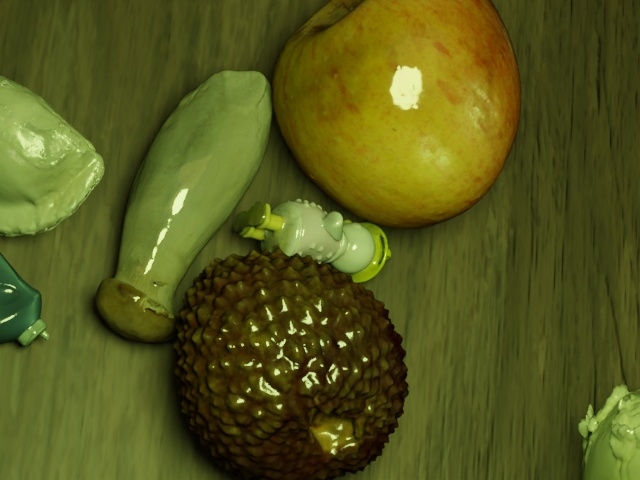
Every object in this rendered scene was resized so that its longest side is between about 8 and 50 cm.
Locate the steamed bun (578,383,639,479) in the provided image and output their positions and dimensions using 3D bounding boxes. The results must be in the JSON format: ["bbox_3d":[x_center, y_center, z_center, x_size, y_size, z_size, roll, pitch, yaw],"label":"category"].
[{"bbox_3d":[0.409,0.308,1.767,0.334,0.233,0.312,10,78,-51],"label":"steamed bun"}]

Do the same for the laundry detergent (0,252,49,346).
[{"bbox_3d":[-0.383,0.046,1.746,0.206,0.061,0.097,43,61,0],"label":"laundry detergent"}]

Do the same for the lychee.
[{"bbox_3d":[-0.039,0.131,1.721,0.267,0.267,0.268,5,71,-14],"label":"lychee"}]

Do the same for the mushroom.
[{"bbox_3d":[-0.154,-0.047,1.807,0.128,0.128,0.350,24,72,-7],"label":"mushroom"}]

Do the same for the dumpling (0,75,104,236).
[{"bbox_3d":[-0.365,-0.095,1.767,0.247,0.142,0.172,31,98,11],"label":"dumpling"}]

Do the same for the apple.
[{"bbox_3d":[0.100,-0.168,1.834,0.275,0.299,0.299,47,66,-14],"label":"apple"}]

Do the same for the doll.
[{"bbox_3d":[0.000,0.000,1.836,0.207,0.129,0.081,13,61,-35],"label":"doll"}]
